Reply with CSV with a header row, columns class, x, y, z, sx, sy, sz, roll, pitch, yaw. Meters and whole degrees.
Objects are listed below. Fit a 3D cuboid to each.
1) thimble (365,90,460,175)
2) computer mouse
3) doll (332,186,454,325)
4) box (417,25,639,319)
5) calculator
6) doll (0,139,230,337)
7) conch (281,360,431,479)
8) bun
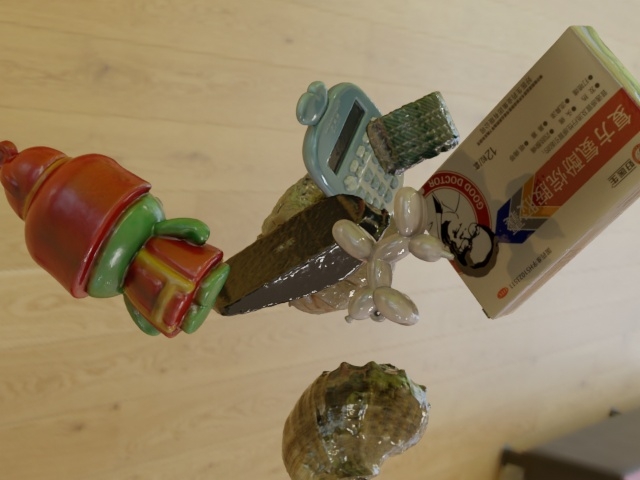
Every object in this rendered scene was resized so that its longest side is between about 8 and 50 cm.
class,x,y,z,sx,sy,sz,roll,pitch,yaw
thimble,0.135,-0.155,1.671,0.090,0.118,0.135,64,27,-1
computer mouse,-0.029,0.034,1.670,0.295,0.168,0.087,-30,114,1
doll,0.086,0.032,1.454,0.059,0.161,0.160,28,36,-65
box,0.288,-0.084,1.521,0.069,0.214,0.353,-10,149,-48
calculator,0.050,-0.148,1.891,0.302,0.042,0.188,45,59,-39
doll,-0.290,-0.015,1.488,0.160,0.363,0.182,-33,156,-53
conch,0.053,0.267,1.774,0.291,0.210,0.158,-43,143,-58
bun,-0.002,0.014,2.147,0.205,0.281,0.281,-13,112,-31
